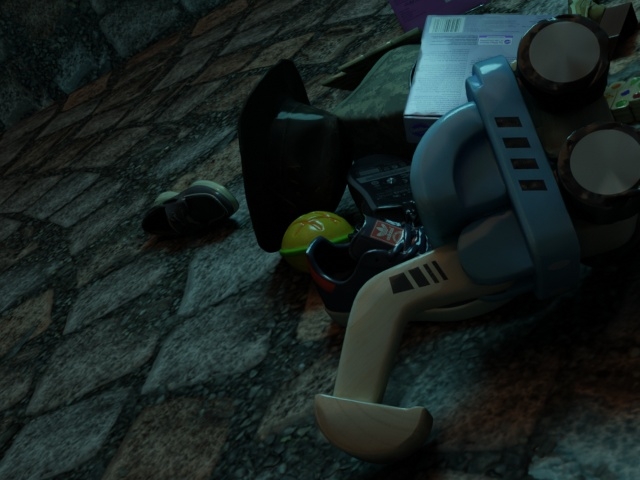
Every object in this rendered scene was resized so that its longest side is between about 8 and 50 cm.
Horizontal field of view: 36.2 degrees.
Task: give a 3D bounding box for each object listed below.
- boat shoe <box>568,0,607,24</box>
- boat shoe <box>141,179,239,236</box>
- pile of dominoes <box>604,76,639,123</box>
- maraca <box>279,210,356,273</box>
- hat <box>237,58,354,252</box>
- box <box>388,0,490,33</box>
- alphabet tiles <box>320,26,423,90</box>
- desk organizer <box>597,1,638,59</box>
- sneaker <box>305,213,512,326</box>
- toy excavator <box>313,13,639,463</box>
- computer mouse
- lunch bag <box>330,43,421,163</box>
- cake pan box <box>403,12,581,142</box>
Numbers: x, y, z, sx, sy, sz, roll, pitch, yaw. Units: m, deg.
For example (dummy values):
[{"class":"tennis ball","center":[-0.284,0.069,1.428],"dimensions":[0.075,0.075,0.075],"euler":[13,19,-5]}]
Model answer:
[{"class":"boat shoe","center":[0.503,-0.422,1.835],"dimensions":[0.072,0.068,0.190],"euler":[-9,31,18]},{"class":"boat shoe","center":[-0.270,-0.054,1.990],"dimensions":[0.285,0.103,0.092],"euler":[-4,41,50]},{"class":"pile of dominoes","center":[0.412,-0.206,1.571],"dimensions":[0.251,0.040,0.196],"euler":[-9,33,38]},{"class":"maraca","center":[0.000,0.000,1.596],"dimensions":[0.127,0.099,0.185],"euler":[-9,7,13]},{"class":"hat","center":[-0.018,-0.136,1.651],"dimensions":[0.134,0.331,0.331],"euler":[7,41,22]},{"class":"box","center":[0.286,-0.619,2.364],"dimensions":[0.213,0.117,0.243],"euler":[-22,27,20]},{"class":"alphabet tiles","center":[0.157,-0.375,2.005],"dimensions":[0.285,0.011,0.342],"euler":[-24,-2,18]},{"class":"desk organizer","center":[0.522,-0.370,1.736],"dimensions":[0.050,0.047,0.130],"euler":[-9,34,35]},{"class":"sneaker","center":[0.128,0.024,1.343],"dimensions":[0.350,0.148,0.131],"euler":[-14,30,32]},{"class":"toy excavator","center":[0.176,0.008,1.173],"dimensions":[0.445,0.222,0.433],"euler":[-18,68,8]},{"class":"computer mouse","center":[0.115,-0.054,1.581],"dimensions":[0.188,0.072,0.272],"euler":[-12,31,-5]},{"class":"lunch bag","center":[0.193,-0.256,1.756],"dimensions":[0.235,0.169,0.287],"euler":[4,47,50]},{"class":"cake pan box","center":[0.269,-0.255,1.540],"dimensions":[0.266,0.070,0.246],"euler":[3,50,15]}]
